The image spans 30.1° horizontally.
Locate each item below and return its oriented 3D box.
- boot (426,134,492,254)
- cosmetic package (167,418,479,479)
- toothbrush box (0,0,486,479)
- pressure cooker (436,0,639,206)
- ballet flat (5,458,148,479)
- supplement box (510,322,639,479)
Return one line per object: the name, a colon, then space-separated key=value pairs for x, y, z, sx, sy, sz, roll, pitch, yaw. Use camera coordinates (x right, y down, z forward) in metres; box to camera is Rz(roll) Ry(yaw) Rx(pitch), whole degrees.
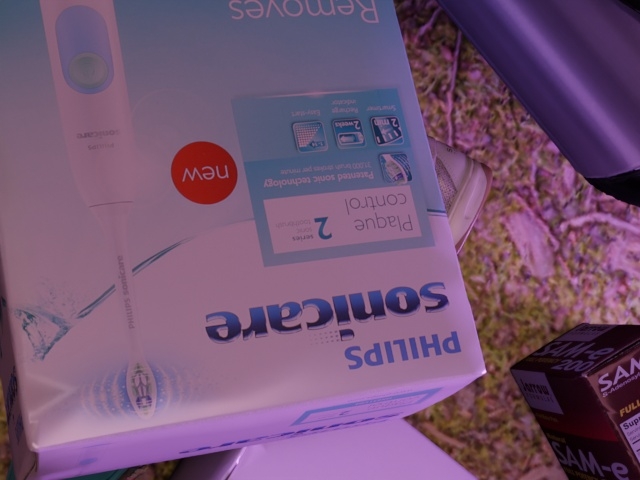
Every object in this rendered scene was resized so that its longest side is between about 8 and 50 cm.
boot: x=0.000 y=0.000 z=0.788 sx=0.165 sy=0.077 sz=0.213 roll=32 pitch=75 yaw=-9
cosmetic package: x=0.058 y=0.259 z=0.708 sx=0.365 sy=0.155 sz=0.197 roll=40 pitch=47 yaw=-6
toothbrush box: x=-0.067 y=-0.042 z=0.612 sx=0.216 sy=0.126 sz=0.295 roll=-6 pitch=75 yaw=-18
pressure cooker: x=0.189 y=-0.273 z=0.707 sx=0.370 sy=0.375 sz=0.420 roll=-42 pitch=96 yaw=-28
ballet flat: x=-0.109 y=0.083 z=0.749 sx=0.091 sy=0.077 sz=0.241 roll=39 pitch=103 yaw=20
supplement box: x=0.232 y=0.175 z=0.799 sx=0.073 sy=0.130 sz=0.239 roll=-28 pitch=92 yaw=-12
